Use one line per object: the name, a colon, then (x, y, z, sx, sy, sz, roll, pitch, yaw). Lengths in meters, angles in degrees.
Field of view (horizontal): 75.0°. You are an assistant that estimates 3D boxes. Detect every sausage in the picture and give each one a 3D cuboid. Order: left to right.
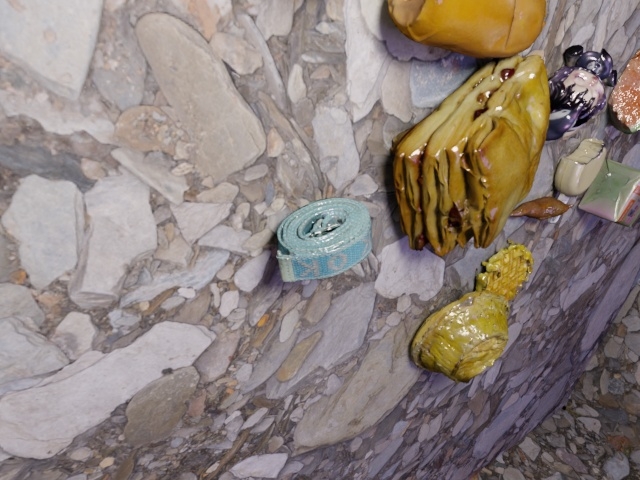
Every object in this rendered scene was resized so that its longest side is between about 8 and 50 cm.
sausage: (0.260, -0.377, 0.688, 0.353, 0.116, 0.134, -10, 109, -38)

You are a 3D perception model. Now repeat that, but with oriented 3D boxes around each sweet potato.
sweet potato: (0.622, -0.090, 1.208, 0.225, 0.068, 0.068, -7, 123, -15)

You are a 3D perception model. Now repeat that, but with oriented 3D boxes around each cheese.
cheese: (0.764, -0.173, 1.253, 0.163, 0.070, 0.249, -22, 128, -26)

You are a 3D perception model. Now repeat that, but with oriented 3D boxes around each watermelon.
watermelon: (0.928, -0.420, 1.216, 0.146, 0.128, 0.231, -1, 117, -59)

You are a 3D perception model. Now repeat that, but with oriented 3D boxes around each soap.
soap: (1.011, -0.156, 1.416, 0.199, 0.138, 0.182, 5, 115, -41)

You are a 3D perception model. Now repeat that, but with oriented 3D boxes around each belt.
belt: (0.008, -0.003, 0.709, 0.162, 0.148, 0.082, -7, 129, -2)

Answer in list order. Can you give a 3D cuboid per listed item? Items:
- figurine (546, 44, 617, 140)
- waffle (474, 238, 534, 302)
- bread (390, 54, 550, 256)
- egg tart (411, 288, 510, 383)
figurine: (0.575, -0.334, 0.973, 0.222, 0.145, 0.145, -54, 137, -12)
waffle: (0.564, 0.131, 1.299, 0.280, 0.060, 0.262, 17, 105, -44)
bread: (0.327, -0.154, 0.832, 0.370, 0.191, 0.314, -38, 134, -15)
egg tart: (0.432, 0.296, 1.214, 0.345, 0.132, 0.346, -16, 132, -19)
